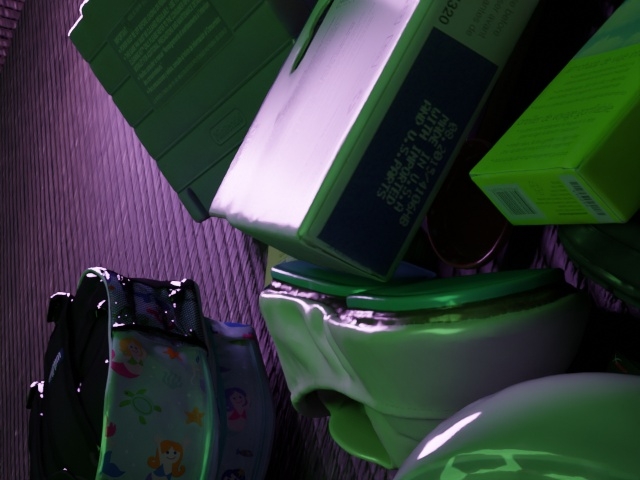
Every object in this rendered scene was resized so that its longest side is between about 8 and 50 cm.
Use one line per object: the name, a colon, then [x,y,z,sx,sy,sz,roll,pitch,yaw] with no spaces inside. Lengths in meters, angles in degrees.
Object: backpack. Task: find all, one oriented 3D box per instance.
backpack: [-0.144,0.169,1.329,0.253,0.191,0.225,-103,29,-63]

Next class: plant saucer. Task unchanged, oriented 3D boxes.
plant saucer: [0.098,-0.023,1.043,0.083,0.013,0.084,-14,72,52]

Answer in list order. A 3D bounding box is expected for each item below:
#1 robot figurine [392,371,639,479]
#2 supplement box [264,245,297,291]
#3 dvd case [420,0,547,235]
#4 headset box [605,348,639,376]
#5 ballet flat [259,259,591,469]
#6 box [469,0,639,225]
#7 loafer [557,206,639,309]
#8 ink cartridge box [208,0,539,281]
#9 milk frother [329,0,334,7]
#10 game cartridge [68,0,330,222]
robot figurine: [0.093,0.197,0.613,0.300,0.199,0.353,121,174,-58]
supplement box: [0.000,0.000,1.247,0.083,0.056,0.083,145,134,-61]
dvd case: [0.096,-0.124,1.127,0.164,0.018,0.221,-126,52,-63]
headset box: [0.156,0.105,0.809,0.062,0.032,0.083,-128,56,-64]
ballet flat: [0.059,0.077,0.983,0.400,0.139,0.139,-178,100,-74]
box: [0.162,-0.083,0.804,0.178,0.042,0.109,-48,16,-15]
loafer: [0.185,0.006,0.743,0.223,0.076,0.078,33,104,64]
ink cartridge box: [0.054,-0.137,1.035,0.324,0.071,0.330,-62,11,-3]
milk frother: [-0.049,-0.231,1.391,0.135,0.143,0.129,-66,30,21]
game cartridge: [-0.093,-0.159,1.393,0.230,0.068,0.355,60,153,-1]
